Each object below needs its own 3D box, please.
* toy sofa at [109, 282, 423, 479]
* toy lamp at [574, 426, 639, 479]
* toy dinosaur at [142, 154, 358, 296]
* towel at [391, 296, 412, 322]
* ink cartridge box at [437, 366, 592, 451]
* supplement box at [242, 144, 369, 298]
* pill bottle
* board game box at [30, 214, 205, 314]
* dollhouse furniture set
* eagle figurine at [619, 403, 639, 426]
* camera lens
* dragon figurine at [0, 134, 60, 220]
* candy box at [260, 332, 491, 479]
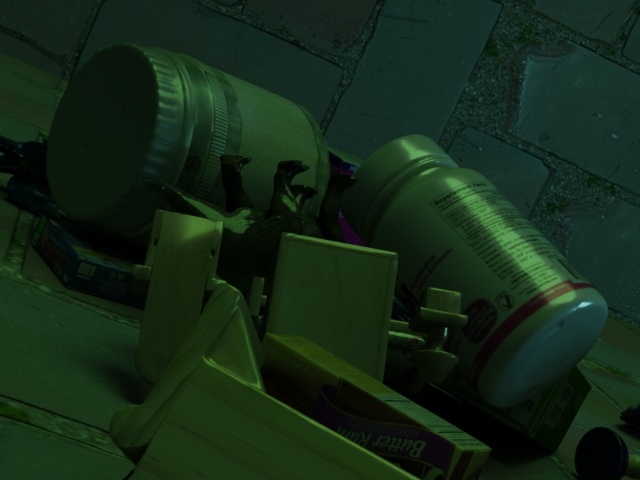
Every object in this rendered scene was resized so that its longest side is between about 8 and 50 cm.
[{"bbox_3d":[0.049,0.194,0.714,0.363,0.177,0.150,26,-17,14],"label":"toy sofa"},{"bbox_3d":[0.421,0.280,1.431,0.275,0.080,0.080,20,9,-33],"label":"toy lamp"},{"bbox_3d":[-0.044,0.002,1.235,0.121,0.160,0.313,-5,-17,37],"label":"toy dinosaur"},{"bbox_3d":[0.129,0.108,1.868,0.067,0.029,0.119,19,9,-38],"label":"towel"},{"bbox_3d":[0.175,0.140,1.412,0.255,0.097,0.189,29,-4,23],"label":"ink cartridge box"},{"bbox_3d":[0.000,0.000,1.486,0.111,0.220,0.114,19,11,-34],"label":"supplement box"},{"bbox_3d":[0.154,0.025,1.272,0.160,0.160,0.283,14,30,-53],"label":"pill bottle"},{"bbox_3d":[-0.201,0.036,1.301,0.201,0.035,0.136,20,9,-34],"label":"board game box"},{"bbox_3d":[-0.042,0.132,1.147,0.303,0.173,0.355,11,-20,-7],"label":"dollhouse furniture set"},{"bbox_3d":[0.628,0.273,1.802,0.225,0.298,0.226,56,-23,6],"label":"eagle figurine"},{"bbox_3d":[-0.142,-0.087,1.363,0.274,0.219,0.219,18,10,-45],"label":"camera lens"},{"bbox_3d":[-0.331,-0.076,1.472,0.289,0.085,0.144,26,8,10],"label":"dragon figurine"},{"bbox_3d":[0.020,0.157,0.880,0.187,0.109,0.053,28,8,33],"label":"candy box"}]
